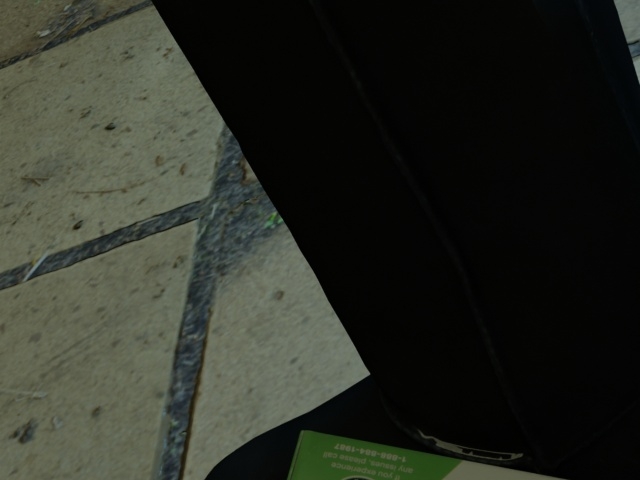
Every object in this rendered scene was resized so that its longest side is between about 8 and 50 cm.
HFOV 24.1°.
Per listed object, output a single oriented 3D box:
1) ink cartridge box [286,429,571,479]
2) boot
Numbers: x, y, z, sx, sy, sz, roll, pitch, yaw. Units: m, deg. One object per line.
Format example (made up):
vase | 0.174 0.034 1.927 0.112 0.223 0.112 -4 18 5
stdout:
ink cartridge box | 0.043 0.214 0.695 0.160 0.092 0.219 10 54 11
boot | 0.002 -0.001 0.776 0.367 0.445 0.146 -14 35 24
